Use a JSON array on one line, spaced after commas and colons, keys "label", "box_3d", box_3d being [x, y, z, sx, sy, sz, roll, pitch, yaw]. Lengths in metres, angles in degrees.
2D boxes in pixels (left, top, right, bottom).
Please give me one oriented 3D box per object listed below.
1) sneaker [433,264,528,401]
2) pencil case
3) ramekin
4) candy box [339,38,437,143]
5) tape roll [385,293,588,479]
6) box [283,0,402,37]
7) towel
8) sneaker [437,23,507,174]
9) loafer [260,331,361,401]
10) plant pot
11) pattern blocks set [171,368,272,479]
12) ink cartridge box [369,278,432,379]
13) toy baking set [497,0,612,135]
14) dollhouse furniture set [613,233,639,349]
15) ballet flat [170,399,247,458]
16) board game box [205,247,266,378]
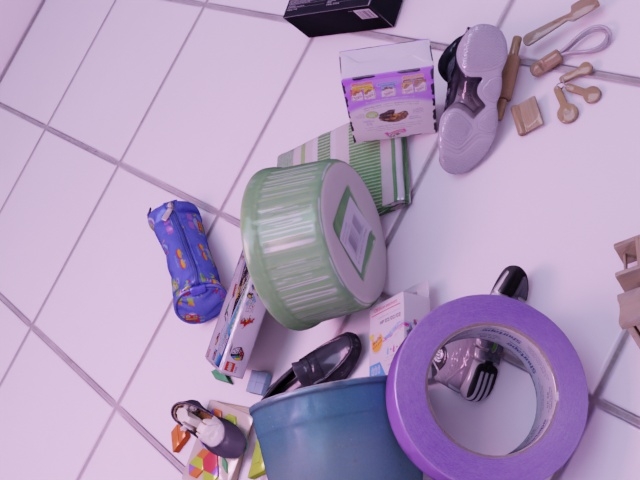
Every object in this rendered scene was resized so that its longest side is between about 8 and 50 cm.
[{"label": "sneaker", "box_3d": [0.241, 0.135, 1.356, 0.132, 0.086, 0.229, 17, 82, 47]}, {"label": "pencil case", "box_3d": [-0.296, 0.035, 1.847, 0.119, 0.133, 0.306, -19, 50, -7]}, {"label": "ramekin", "box_3d": [0.000, 0.000, 1.491, 0.148, 0.303, 0.303, -14, 60, 25]}, {"label": "candy box", "box_3d": [0.128, -0.272, 1.547, 0.164, 0.196, 0.070, -7, 60, 6]}, {"label": "tape roll", "box_3d": [0.235, 0.220, 1.197, 0.274, 0.090, 0.275, 1, 70, -4]}, {"label": "box", "box_3d": [0.062, -0.564, 1.859, 0.261, 0.103, 0.184, 7, 77, 44]}, {"label": "towel", "box_3d": [0.039, -0.125, 1.702, 0.325, 0.038, 0.248, -21, 56, 34]}, {"label": "sneaker", "box_3d": [0.265, -0.261, 1.530, 0.153, 0.101, 0.269, -108, 27, -73]}, {"label": "loafer", "box_3d": [-0.018, 0.246, 1.527, 0.223, 0.078, 0.076, -43, 47, 16]}, {"label": "plant pot", "box_3d": [0.040, 0.366, 1.302, 0.271, 0.271, 0.255, -22, 68, 32]}, {"label": "pattern blocks set", "box_3d": [-0.202, 0.409, 1.645, 0.285, 0.026, 0.325, -10, 62, 38]}, {"label": "ink cartridge box", "box_3d": [0.135, 0.157, 1.430, 0.104, 0.061, 0.181, -35, 46, 51]}, {"label": "toy baking set", "box_3d": [0.409, -0.304, 1.474, 0.196, 0.030, 0.256, 4, 78, 36]}, {"label": "dollhouse furniture set", "box_3d": [0.498, 0.081, 1.155, 0.129, 0.129, 0.184, -24, 25, 30]}, {"label": "ballet flat", "box_3d": [-0.225, 0.363, 1.619, 0.203, 0.074, 0.074, 22, 84, 45]}, {"label": "board game box", "box_3d": [-0.144, 0.109, 1.651, 0.193, 0.053, 0.305, -178, 107, -74]}]
